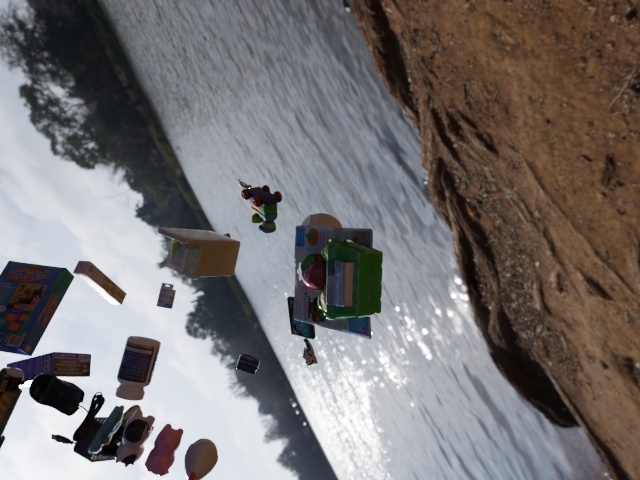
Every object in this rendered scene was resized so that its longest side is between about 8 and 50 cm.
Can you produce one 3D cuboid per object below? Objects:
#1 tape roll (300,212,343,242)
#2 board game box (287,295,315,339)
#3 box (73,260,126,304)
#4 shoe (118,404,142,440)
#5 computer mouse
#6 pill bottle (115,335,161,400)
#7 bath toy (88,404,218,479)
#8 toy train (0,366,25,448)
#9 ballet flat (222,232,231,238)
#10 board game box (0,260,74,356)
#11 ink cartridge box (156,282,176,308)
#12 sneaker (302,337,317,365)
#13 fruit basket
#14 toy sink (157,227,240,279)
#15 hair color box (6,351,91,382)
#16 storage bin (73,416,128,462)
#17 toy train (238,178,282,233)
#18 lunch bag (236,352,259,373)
[{"bbox_3d":[0.000,0.000,2.449,0.169,0.246,0.246,-86,-25,-68],"label":"tape roll"},{"bbox_3d":[-0.087,0.349,2.180,0.126,0.026,0.186,6,111,32],"label":"board game box"},{"bbox_3d":[-1.004,0.199,2.213,0.324,0.063,0.067,74,-156,-55],"label":"box"},{"bbox_3d":[-0.782,0.737,1.872,0.058,0.219,0.076,32,159,38],"label":"shoe"},{"bbox_3d":[-0.849,0.557,1.589,0.262,0.184,0.060,17,163,7],"label":"computer mouse"},{"bbox_3d":[-0.830,0.576,2.184,0.153,0.153,0.264,141,142,-79],"label":"pill bottle"},{"bbox_3d":[-0.473,0.610,1.393,0.129,0.348,0.151,-70,-1,-60],"label":"bath toy"},{"bbox_3d":[-1.025,0.531,1.444,0.142,0.333,0.190,13,168,25],"label":"toy train"},{"bbox_3d":[-0.367,-0.004,1.875,0.114,0.041,0.041,52,165,56],"label":"ballet flat"},{"bbox_3d":[-0.700,0.153,1.122,0.047,0.160,0.210,81,-162,-55],"label":"board game box"},{"bbox_3d":[-0.527,0.190,1.656,0.028,0.048,0.083,52,-133,-75],"label":"ink cartridge box"},{"bbox_3d":[-0.043,0.384,1.646,0.040,0.044,0.109,-135,26,-67],"label":"sneaker"},{"bbox_3d":[0.023,0.118,1.504,0.353,0.165,0.326,5,94,42],"label":"fruit basket"},{"bbox_3d":[-0.404,0.044,1.571,0.153,0.234,0.131,17,98,32],"label":"toy sink"},{"bbox_3d":[-1.197,0.569,2.120,0.185,0.339,0.110,27,-127,-57],"label":"hair color box"},{"bbox_3d":[-0.745,0.689,1.678,0.084,0.122,0.180,14,167,25],"label":"storage bin"},{"bbox_3d":[-0.237,-0.128,1.770,0.248,0.105,0.143,31,128,49],"label":"toy train"},{"bbox_3d":[-0.310,0.518,2.051,0.098,0.065,0.067,20,-178,-7],"label":"lunch bag"}]
